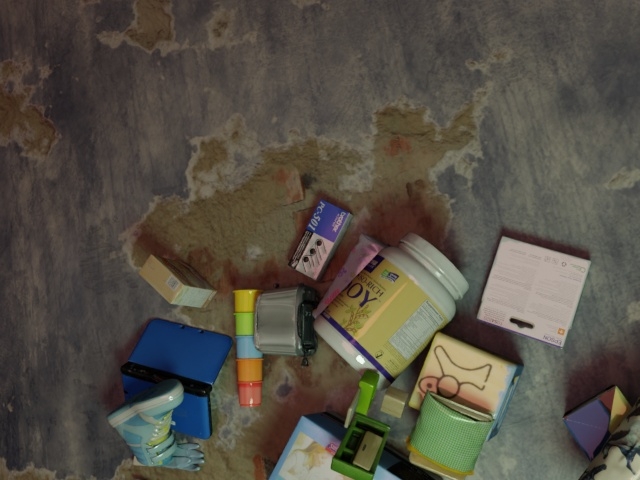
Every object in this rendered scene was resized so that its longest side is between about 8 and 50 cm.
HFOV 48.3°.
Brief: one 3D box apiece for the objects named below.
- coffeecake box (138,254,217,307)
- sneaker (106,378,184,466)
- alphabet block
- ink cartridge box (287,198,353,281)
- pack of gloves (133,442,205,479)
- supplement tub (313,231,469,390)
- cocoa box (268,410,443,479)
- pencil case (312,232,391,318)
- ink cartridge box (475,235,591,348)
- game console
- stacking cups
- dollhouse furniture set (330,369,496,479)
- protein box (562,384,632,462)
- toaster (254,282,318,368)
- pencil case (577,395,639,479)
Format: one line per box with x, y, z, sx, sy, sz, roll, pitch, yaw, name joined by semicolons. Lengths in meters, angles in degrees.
-0.402;0.118;2.026;0.142;0.185;0.068;39;96;22;coffeecake box
-0.433;0.507;1.951;0.319;0.127;0.208;-29;94;42;sneaker
0.348;0.342;1.693;0.197;0.193;0.193;22;88;23;alphabet block
0.000;0.000;1.967;0.097;0.046;0.207;28;91;22;ink cartridge box
-0.430;0.670;2.028;0.231;0.046;0.195;0;67;21;pack of gloves
0.173;0.167;1.725;0.241;0.241;0.331;42;84;22;supplement tub
0.080;0.600;1.731;0.347;0.228;0.232;27;91;23;cocoa box
0.087;0.114;1.877;0.124;0.113;0.273;32;93;40;pencil case
0.518;0.125;1.744;0.223;0.045;0.224;18;89;23;ink cartridge box
-0.407;0.397;2.066;0.293;0.173;0.250;10;116;23;game console
-0.200;0.296;1.976;0.095;0.096;0.317;-2;84;21;stacking cups
0.199;0.439;1.550;0.301;0.151;0.198;19;125;13;dollhouse furniture set
0.643;0.435;1.556;0.136;0.201;0.200;-35;70;12;protein box
-0.091;0.227;1.921;0.146;0.129;0.227;-3;82;25;toaster
0.628;0.410;1.357;0.159;0.183;0.410;37;94;5;pencil case
